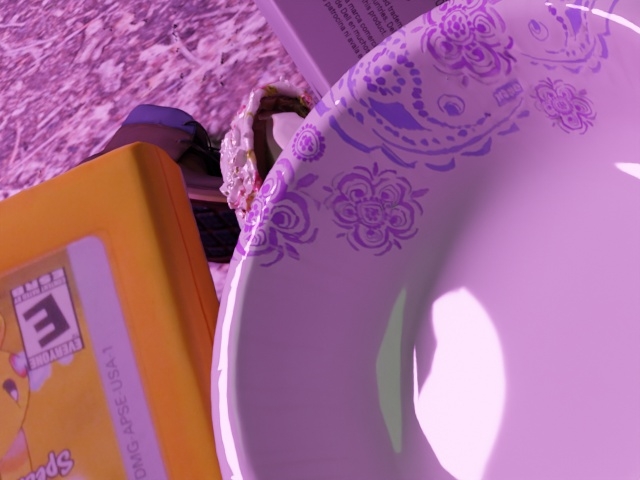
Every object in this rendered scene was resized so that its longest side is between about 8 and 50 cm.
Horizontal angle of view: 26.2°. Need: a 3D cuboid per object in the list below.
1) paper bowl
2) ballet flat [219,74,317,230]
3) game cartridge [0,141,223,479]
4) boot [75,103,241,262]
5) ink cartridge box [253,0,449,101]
[{"bbox_3d":[0.099,0.044,0.588,0.284,0.148,0.284,-22,56,37],"label":"paper bowl"},{"bbox_3d":[0.000,0.000,0.758,0.091,0.077,0.241,-12,49,-23],"label":"ballet flat"},{"bbox_3d":[-0.163,0.145,0.679,0.285,0.053,0.323,-23,66,11],"label":"game cartridge"},{"bbox_3d":[-0.091,-0.050,0.926,0.219,0.082,0.106,3,55,42],"label":"boot"},{"bbox_3d":[0.114,-0.174,0.795,0.289,0.211,0.121,-35,36,0],"label":"ink cartridge box"}]
